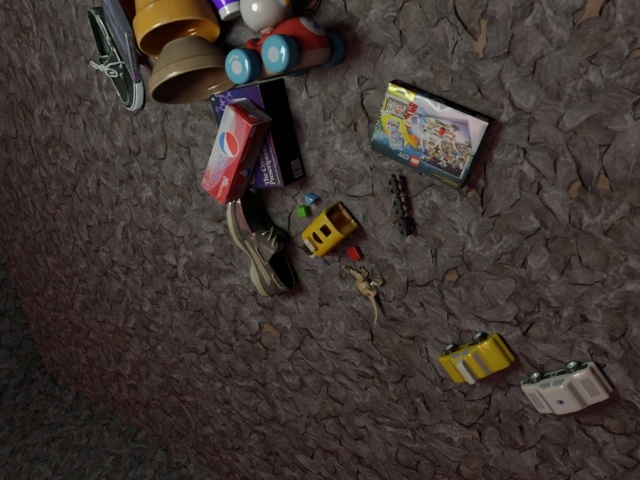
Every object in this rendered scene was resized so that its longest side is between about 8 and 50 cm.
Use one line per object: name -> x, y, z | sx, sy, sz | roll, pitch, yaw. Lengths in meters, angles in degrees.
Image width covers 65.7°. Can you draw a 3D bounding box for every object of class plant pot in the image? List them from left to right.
plant pot -> -0.371, -0.585, 1.218 | 0.205, 0.205, 0.188 | -15, 92, 41
plant pot -> -0.330, -0.441, 1.261 | 0.237, 0.237, 0.110 | -17, 91, 41

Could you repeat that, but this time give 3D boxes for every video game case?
video game case -> -0.535, -0.564, 1.312 | 0.196, 0.026, 0.274 | 65, 161, 1

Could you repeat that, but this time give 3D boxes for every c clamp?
c clamp -> -0.065, -0.587, 1.102 | 0.137, 0.022, 0.161 | -3, 115, 15

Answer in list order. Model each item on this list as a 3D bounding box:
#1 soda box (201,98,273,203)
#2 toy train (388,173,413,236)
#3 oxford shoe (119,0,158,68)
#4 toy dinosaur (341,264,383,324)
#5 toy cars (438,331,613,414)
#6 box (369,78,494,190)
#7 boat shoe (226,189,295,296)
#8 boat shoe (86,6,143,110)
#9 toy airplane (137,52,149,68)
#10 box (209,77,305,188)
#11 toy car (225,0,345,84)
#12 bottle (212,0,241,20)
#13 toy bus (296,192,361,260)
soda box -> -0.216, -0.219, 1.253 | 0.092, 0.083, 0.263 | 41, 131, 13
toy train -> 0.196, -0.086, 1.182 | 0.027, 0.036, 0.159 | 15, 126, 57
oxford shoe -> -0.502, -0.610, 1.368 | 0.132, 0.129, 0.364 | -31, 89, 54
toy dinosaur -> 0.132, 0.131, 1.350 | 0.183, 0.053, 0.092 | 58, 149, 7
toy cars -> 0.460, 0.327, 1.172 | 0.393, 0.087, 0.177 | 13, 121, 31
box -> 0.232, -0.229, 1.072 | 0.233, 0.044, 0.159 | 30, 128, 21
boat shoe -> -0.158, 0.005, 1.453 | 0.130, 0.132, 0.356 | -4, 120, 28
boat shoe -> -0.630, -0.545, 1.508 | 0.113, 0.105, 0.307 | 14, 121, 31
toy airplane -> -0.551, -0.571, 1.453 | 0.151, 0.028, 0.151 | 156, 90, -85
box -> -0.166, -0.275, 1.311 | 0.184, 0.103, 0.262 | 3, 115, 39
toy car -> -0.093, -0.479, 1.067 | 0.210, 0.219, 0.238 | -2, 109, 37
bottle -> -0.260, -0.673, 1.170 | 0.118, 0.092, 0.283 | -11, 106, 39
toy bus -> 0.003, -0.010, 1.322 | 0.190, 0.104, 0.202 | 12, 120, 32
